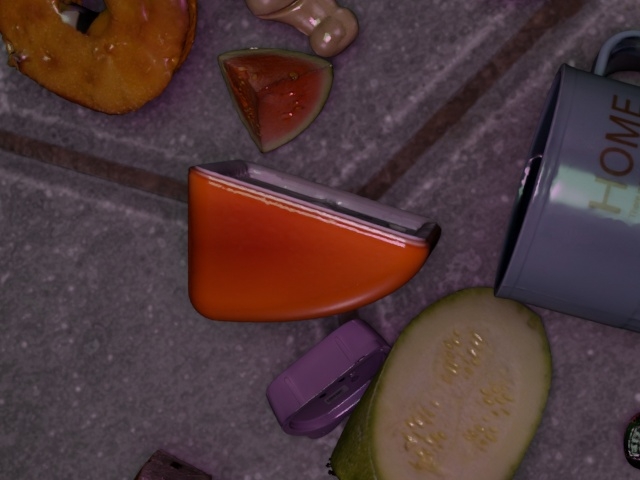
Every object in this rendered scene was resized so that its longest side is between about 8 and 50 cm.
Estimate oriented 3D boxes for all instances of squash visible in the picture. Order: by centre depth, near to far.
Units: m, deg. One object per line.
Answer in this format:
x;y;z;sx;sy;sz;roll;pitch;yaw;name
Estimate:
0.146;0.181;1.427;0.189;0.189;0.260;34;95;6;squash

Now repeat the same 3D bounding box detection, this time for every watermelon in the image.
-0.050;-0.177;1.499;0.135;0.094;0.125;-24;86;20;watermelon

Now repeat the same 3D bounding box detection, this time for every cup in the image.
0.374;-0.038;1.406;0.311;0.331;0.256;17;124;5;cup

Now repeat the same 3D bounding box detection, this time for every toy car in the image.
0.410;0.232;1.464;0.142;0.055;0.069;9;93;7;toy car

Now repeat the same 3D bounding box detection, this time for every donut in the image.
-0.252;-0.267;1.486;0.254;0.118;0.253;9;111;25;donut

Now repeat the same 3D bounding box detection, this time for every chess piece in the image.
-0.071;-0.335;1.505;0.307;0.139;0.124;45;107;0;chess piece

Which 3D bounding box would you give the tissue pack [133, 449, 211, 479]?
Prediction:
-0.205;0.362;1.462;0.092;0.183;0.226;27;92;2;tissue pack

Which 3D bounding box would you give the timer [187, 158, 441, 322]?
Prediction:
0.000;0.000;1.417;0.250;0.257;0.161;3;95;8;timer

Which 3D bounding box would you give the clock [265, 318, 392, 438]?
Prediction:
0.016;0.159;1.493;0.153;0.110;0.050;-39;60;4;clock
